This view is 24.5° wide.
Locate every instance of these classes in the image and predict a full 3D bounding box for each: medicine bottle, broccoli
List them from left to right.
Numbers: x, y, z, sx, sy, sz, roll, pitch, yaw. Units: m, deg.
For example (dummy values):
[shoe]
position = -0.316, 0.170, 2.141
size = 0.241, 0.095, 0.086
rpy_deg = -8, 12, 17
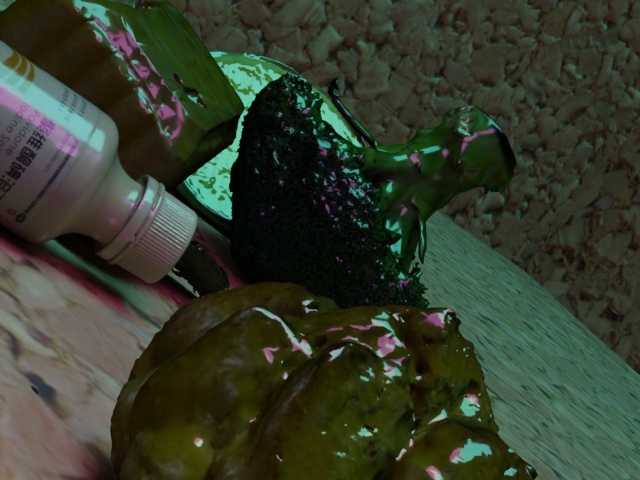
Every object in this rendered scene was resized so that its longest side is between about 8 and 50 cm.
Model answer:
[medicine bottle]
position = -0.208, -0.060, 1.079
size = 0.252, 0.114, 0.114
rpy_deg = 35, 8, -20
[broccoli]
position = 0.040, -0.048, 1.513
size = 0.297, 0.297, 0.297
rpy_deg = 54, -15, 21

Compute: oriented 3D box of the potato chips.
[potato chips]
position = -0.170, -0.025, 1.233
size = 0.228, 0.059, 0.167
rpy_deg = 30, 14, -41

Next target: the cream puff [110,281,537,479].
[cream puff]
position = 0.005, 0.126, 0.778
size = 0.244, 0.196, 0.244
rpy_deg = 13, -10, 2

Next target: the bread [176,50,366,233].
[bread]
position = -0.062, -0.104, 1.747
size = 0.301, 0.045, 0.301
rpy_deg = 18, 48, -21

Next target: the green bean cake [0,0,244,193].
[green bean cake]
position = -0.191, -0.159, 1.444
size = 0.233, 0.124, 0.236
rpy_deg = 54, 17, -3
